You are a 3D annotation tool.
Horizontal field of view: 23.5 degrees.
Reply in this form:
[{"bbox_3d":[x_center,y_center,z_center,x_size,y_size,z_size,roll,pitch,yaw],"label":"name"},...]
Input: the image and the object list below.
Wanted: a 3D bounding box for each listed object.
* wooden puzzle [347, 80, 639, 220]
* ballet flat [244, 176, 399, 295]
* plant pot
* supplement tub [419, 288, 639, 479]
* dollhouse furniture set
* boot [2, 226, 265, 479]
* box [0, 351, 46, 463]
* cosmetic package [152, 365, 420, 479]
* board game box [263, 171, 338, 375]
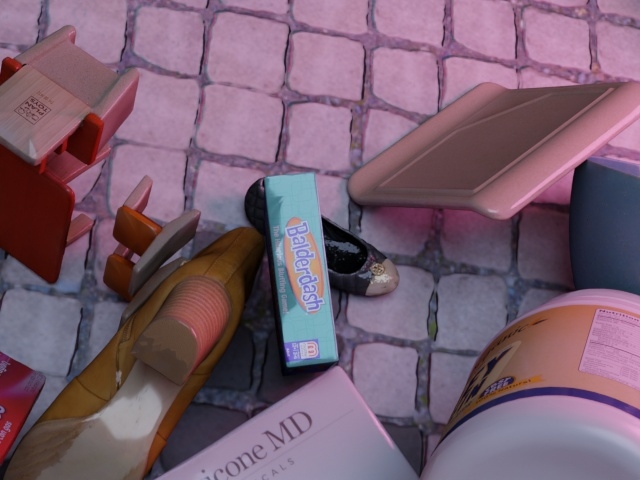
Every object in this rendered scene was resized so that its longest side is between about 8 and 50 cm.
[{"bbox_3d":[0.170,-0.086,1.491,0.221,0.238,0.044,-36,114,-24],"label":"wooden puzzle"},{"bbox_3d":[0.000,0.000,1.487,0.173,0.049,0.057,31,62,2],"label":"ballet flat"},{"bbox_3d":[0.359,0.049,1.449,0.290,0.290,0.195,13,99,-7],"label":"plant pot"},{"bbox_3d":[0.210,0.180,1.232,0.228,0.228,0.316,34,23,4],"label":"supplement tub"},{"bbox_3d":[-0.247,-0.053,1.339,0.262,0.259,0.135,34,53,8],"label":"dollhouse furniture set"},{"bbox_3d":[-0.153,0.126,1.356,0.104,0.295,0.211,39,24,-1],"label":"boot"},{"bbox_3d":[-0.322,0.178,1.210,0.122,0.128,0.257,30,19,-6],"label":"box"},{"bbox_3d":[0.041,0.362,1.274,0.230,0.161,0.453,-31,76,-23],"label":"cosmetic package"},{"bbox_3d":[-0.020,0.035,1.357,0.047,0.210,0.160,-6,84,-3],"label":"board game box"}]
